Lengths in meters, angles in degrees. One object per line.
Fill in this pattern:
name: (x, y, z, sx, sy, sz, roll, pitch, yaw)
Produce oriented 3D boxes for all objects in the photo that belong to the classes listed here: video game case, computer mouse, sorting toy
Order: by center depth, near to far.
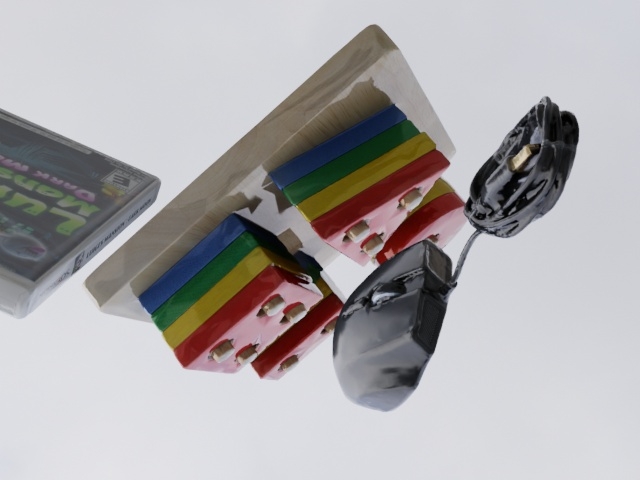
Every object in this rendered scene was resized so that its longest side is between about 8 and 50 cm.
computer mouse: (0.046, 0.013, 0.435, 0.041, 0.242, 0.071, 20, -124, -4)
video game case: (-0.198, -0.039, 0.508, 0.190, 0.022, 0.173, 24, -157, 2)
sorting toy: (0.000, 0.000, 0.724, 0.089, 0.255, 0.257, 51, -174, 19)
